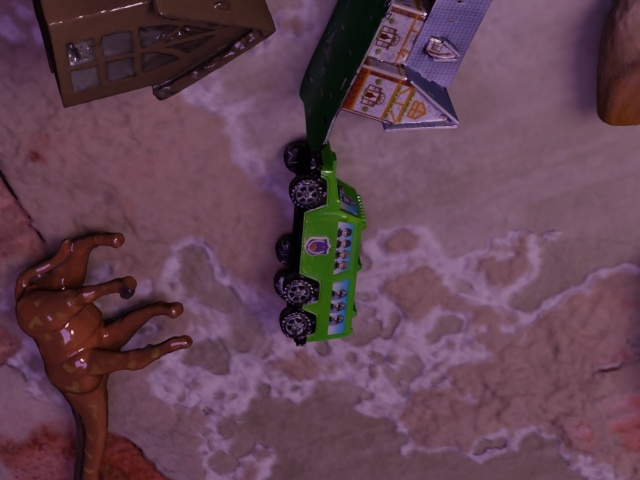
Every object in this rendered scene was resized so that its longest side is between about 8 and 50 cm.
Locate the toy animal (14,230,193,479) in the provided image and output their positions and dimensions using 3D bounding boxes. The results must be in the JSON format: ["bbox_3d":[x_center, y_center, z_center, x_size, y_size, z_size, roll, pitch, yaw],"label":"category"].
[{"bbox_3d":[-0.189,0.119,1.153,0.229,0.066,0.224,-33,105,31],"label":"toy animal"}]

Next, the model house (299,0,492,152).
[{"bbox_3d":[0.058,-0.138,0.956,0.088,0.117,0.167,15,120,-17],"label":"model house"}]

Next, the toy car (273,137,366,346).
[{"bbox_3d":[0.000,0.000,1.056,0.062,0.071,0.165,1,120,-8],"label":"toy car"}]

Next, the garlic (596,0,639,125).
[{"bbox_3d":[0.269,-0.150,0.919,0.195,0.087,0.101,-18,128,15],"label":"garlic"}]

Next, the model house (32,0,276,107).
[{"bbox_3d":[-0.078,-0.200,0.932,0.248,0.181,0.176,-14,161,-11],"label":"model house"}]
